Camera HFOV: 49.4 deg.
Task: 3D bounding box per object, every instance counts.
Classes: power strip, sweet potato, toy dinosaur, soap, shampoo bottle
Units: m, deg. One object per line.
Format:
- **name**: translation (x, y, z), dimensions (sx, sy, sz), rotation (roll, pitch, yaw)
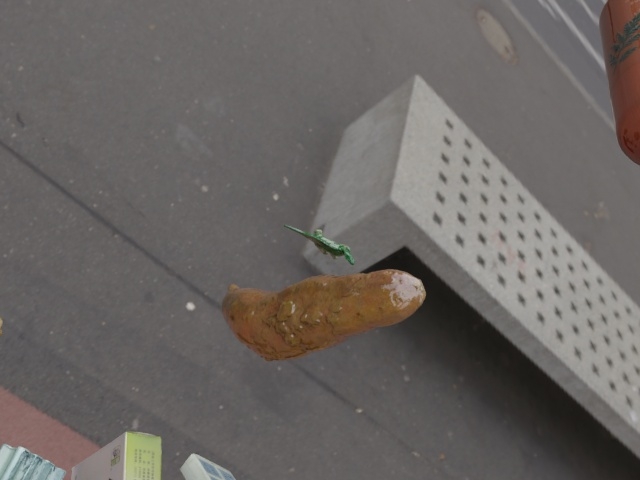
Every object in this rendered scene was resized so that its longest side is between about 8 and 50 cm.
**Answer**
- **power strip**: translation (-0.124, 0.478, 1.137), dimensions (0.106, 0.043, 0.367), rotation (41, -5, -37)
- **sweet potato**: translation (-0.023, 0.096, 0.846), dimensions (0.095, 0.354, 0.106), rotation (35, 63, -34)
- **toy dinosaur**: translation (0.001, 0.000, 1.002), dimensions (0.119, 0.029, 0.060), rotation (31, -1, 7)
- **soap**: translation (-0.511, 0.445, 1.124), dimensions (0.114, 0.063, 0.198), rotation (56, 44, -43)
- **shampoo bottle**: translation (0.273, -0.114, 0.550), dimensions (0.085, 0.085, 0.244), rotation (36, 43, -25)

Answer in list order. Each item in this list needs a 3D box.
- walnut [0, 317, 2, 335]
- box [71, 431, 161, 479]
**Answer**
- **walnut**: translation (-0.663, 0.182, 1.159), dimensions (0.243, 0.269, 0.222), rotation (-8, 89, -6)
- **box**: translation (-0.292, 0.421, 0.968), dimensions (0.062, 0.175, 0.261), rotation (22, 46, -35)
